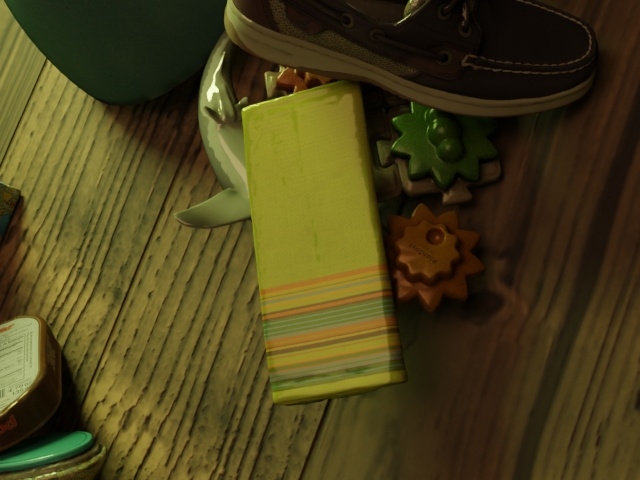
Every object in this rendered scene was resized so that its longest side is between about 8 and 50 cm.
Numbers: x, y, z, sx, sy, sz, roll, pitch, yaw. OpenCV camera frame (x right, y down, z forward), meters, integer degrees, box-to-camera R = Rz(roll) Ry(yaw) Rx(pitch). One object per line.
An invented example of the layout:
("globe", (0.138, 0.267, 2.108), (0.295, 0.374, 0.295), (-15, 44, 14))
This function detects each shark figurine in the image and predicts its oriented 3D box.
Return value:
("shark figurine", (-0.063, -0.083, 0.878), (0.166, 0.116, 0.278), (-16, 68, -12))

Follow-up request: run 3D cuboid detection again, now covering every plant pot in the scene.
("plant pot", (-0.208, -0.300, 0.961), (0.290, 0.195, 0.290), (-19, 57, 32))

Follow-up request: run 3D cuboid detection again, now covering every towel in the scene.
("towel", (0.000, 0.000, 0.762), (0.102, 0.021, 0.237), (-12, 75, 17))

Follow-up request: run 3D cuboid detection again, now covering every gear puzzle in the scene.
("gear puzzle", (0.048, -0.103, 0.799), (0.175, 0.044, 0.339), (-10, 68, 0))

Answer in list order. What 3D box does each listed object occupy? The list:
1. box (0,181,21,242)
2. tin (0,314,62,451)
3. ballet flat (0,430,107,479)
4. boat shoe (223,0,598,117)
("box", (-0.498, 0.014, 0.986), (0.177, 0.290, 0.279), (14, 79, 35))
("tin", (-0.286, 0.124, 0.908), (0.106, 0.040, 0.189), (-19, 24, -8))
("ballet flat", (-0.322, 0.233, 0.912), (0.349, 0.123, 0.123), (-7, 68, 29))
("boat shoe", (0.072, -0.166, 0.748), (0.285, 0.092, 0.103), (12, 55, 0))
